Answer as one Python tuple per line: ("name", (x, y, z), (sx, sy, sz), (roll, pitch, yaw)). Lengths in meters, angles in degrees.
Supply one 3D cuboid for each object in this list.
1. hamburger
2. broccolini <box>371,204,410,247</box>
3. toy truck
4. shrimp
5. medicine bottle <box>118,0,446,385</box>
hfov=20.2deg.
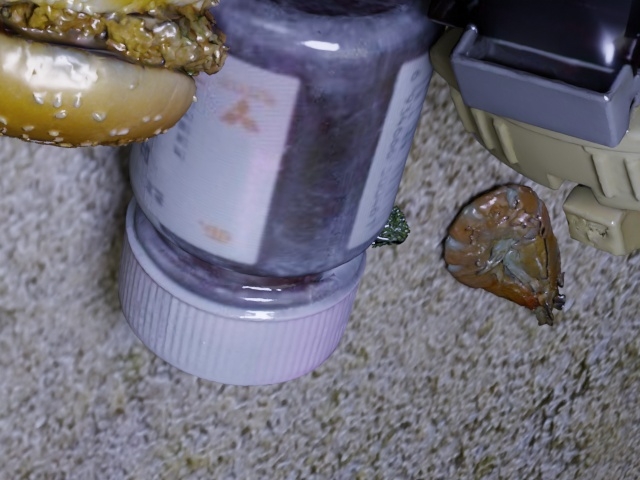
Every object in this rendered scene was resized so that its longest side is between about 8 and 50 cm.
("hamburger", (-0.135, -0.109, 0.883), (0.191, 0.182, 0.118), (5, 106, -28))
("broccolini", (0.000, 0.000, 1.280), (0.140, 0.030, 0.035), (-12, 172, -28))
("toy truck", (0.216, -0.192, 1.006), (0.405, 0.180, 0.254), (-56, 151, -26))
("shrimp", (0.153, 0.015, 1.423), (0.091, 0.043, 0.184), (-35, 139, 6))
("medicine bottle", (-0.031, -0.058, 1.063), (0.165, 0.165, 0.273), (-14, 139, -32))
